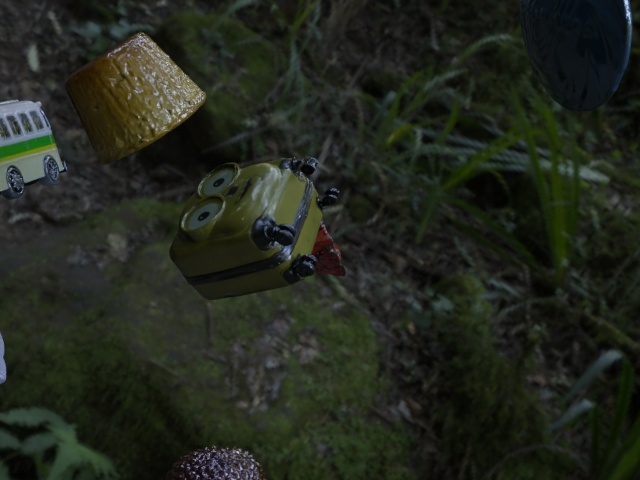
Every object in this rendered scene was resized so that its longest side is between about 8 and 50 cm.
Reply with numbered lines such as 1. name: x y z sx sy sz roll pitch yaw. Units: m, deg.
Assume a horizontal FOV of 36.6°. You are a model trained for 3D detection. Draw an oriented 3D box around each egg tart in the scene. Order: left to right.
1. egg tart: -0.294 -0.228 1.505 0.147 0.202 0.202 58 11 -16

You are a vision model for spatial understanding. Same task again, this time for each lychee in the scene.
1. lychee: -0.192 0.479 1.855 0.188 0.188 0.188 29 17 -10

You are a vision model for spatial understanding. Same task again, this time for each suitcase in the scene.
1. suitcase: -0.110 -0.025 1.485 0.143 0.234 0.194 54 37 -34

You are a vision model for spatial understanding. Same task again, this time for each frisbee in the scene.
1. frisbee: 0.350 -0.326 1.412 0.049 0.290 0.289 -14 35 -15

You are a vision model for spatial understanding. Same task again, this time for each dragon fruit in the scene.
1. dragon fruit: 0.005 -0.017 1.949 0.122 0.092 0.192 17 29 -13

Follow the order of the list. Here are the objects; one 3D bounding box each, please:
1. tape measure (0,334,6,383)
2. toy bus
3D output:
1. tape measure: -0.688 0.192 1.851 0.196 0.105 0.178 53 7 -27
2. toy bus: -0.618 -0.165 1.816 0.143 0.179 0.305 -10 11 14
